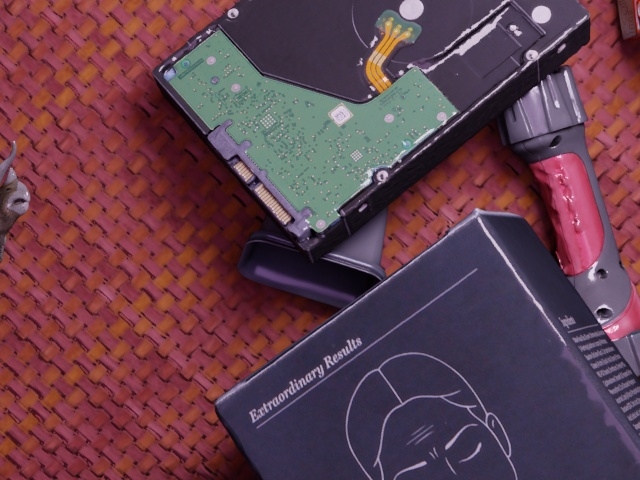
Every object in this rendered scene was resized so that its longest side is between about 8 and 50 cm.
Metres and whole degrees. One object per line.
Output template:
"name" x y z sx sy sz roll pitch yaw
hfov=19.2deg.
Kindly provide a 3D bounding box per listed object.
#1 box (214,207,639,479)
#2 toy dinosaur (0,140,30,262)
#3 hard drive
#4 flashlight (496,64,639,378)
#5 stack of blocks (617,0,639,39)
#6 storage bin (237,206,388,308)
"box" 0.152 0.216 1.652 0.293 0.212 0.395 -36 80 14
"toy dinosaur" -0.391 0.045 1.749 0.313 0.121 0.160 -24 80 1
"hard drive" 0.047 -0.169 1.738 0.339 0.064 0.237 -39 69 -8
"flashlight" 0.234 -0.008 1.780 0.103 0.103 0.304 -18 93 -8
"stack of blocks" 0.440 -0.252 1.745 0.297 0.171 0.087 -7 90 -8
"storage bin" 0.000 0.000 1.777 0.135 0.098 0.091 18 61 -3
